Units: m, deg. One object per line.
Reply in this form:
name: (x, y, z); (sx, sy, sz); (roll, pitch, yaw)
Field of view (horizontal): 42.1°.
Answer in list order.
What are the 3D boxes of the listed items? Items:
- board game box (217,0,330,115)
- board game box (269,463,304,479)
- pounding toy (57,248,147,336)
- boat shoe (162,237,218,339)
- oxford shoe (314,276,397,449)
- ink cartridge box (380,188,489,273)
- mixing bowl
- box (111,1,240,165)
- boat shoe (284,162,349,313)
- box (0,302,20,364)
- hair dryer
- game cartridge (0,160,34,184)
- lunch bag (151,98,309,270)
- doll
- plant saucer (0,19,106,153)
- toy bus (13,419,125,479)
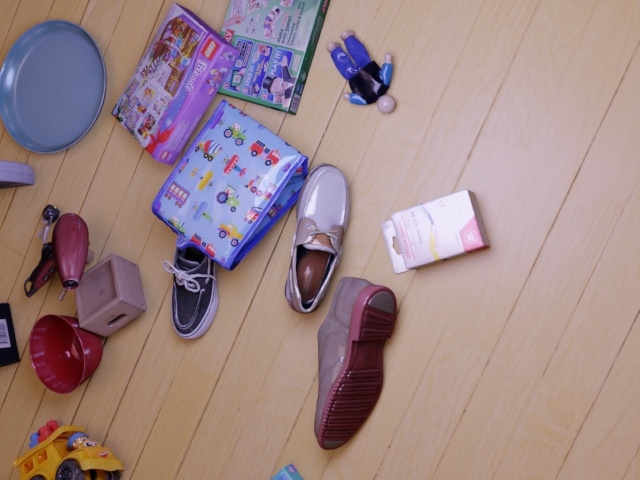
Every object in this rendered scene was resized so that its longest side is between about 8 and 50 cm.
board game box: (-0.106, -0.446, 1.761); (0.213, 0.046, 0.317); (20, 95, 23)
board game box: (-0.089, 0.589, 1.703); (0.210, 0.047, 0.160); (-46, 72, 13)
pounding toy: (-0.497, 0.107, 1.875); (0.181, 0.094, 0.206); (-33, 54, 18)
boat shoe: (-0.271, 0.062, 1.772); (0.113, 0.105, 0.306); (18, 94, 22)
oxford shoe: (0.049, 0.240, 1.648); (0.130, 0.123, 0.348); (24, 99, 48)
ink cartridge box: (0.211, -0.013, 1.598); (0.198, 0.067, 0.115); (-19, 81, 21)
mixing bowl: (-0.559, 0.245, 1.875); (0.181, 0.098, 0.181); (6, 100, 32)
box: (-0.320, -0.340, 1.806); (0.201, 0.057, 0.293); (44, 108, 32)
boat shoe: (0.000, 0.000, 1.646); (0.113, 0.103, 0.302); (8, 98, -10)
box: (-0.848, 0.246, 1.998); (0.207, 0.108, 0.153); (-17, 82, 20)
hair dryer: (-0.586, 0.045, 1.875); (0.293, 0.080, 0.224); (21, 98, 58)
game cartridge: (-0.810, -0.149, 1.901); (0.196, 0.294, 0.060); (-1, 91, 21)
lunch bag: (-0.191, -0.095, 1.677); (0.221, 0.138, 0.293); (36, 80, 17)
doll: (0.092, -0.336, 1.674); (0.129, 0.046, 0.189); (-37, 74, 18)
plant saucer: (-0.631, -0.362, 1.974); (0.317, 0.043, 0.318); (-1, 86, 22)
toy bus: (-0.575, 0.490, 1.870); (0.220, 0.149, 0.211); (-35, 60, 15)
